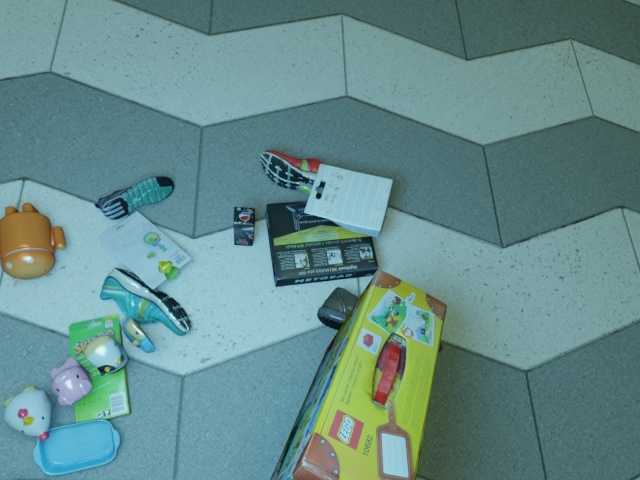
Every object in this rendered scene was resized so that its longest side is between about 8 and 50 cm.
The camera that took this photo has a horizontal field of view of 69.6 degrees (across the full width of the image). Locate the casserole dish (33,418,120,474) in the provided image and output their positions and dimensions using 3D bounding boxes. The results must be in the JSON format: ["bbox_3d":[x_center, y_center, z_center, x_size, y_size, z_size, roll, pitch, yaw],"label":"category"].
[{"bbox_3d":[-0.581,0.491,1.110,0.189,0.037,0.114,-8,93,-14],"label":"casserole dish"}]

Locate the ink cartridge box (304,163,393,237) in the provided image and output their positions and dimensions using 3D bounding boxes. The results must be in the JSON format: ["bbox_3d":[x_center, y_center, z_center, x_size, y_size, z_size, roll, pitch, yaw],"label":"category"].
[{"bbox_3d":[0.089,-0.123,1.401,0.233,0.066,0.188,12,65,11],"label":"ink cartridge box"}]

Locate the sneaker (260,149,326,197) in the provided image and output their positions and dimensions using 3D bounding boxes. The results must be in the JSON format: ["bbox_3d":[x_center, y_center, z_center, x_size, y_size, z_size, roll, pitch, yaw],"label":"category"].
[{"bbox_3d":[-0.057,-0.225,1.486,0.279,0.107,0.118,23,51,-6],"label":"sneaker"}]

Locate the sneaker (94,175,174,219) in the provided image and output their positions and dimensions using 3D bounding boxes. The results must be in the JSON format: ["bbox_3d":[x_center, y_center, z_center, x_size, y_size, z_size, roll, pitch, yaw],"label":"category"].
[{"bbox_3d":[-0.553,-0.143,1.369,0.098,0.083,0.224,25,43,38],"label":"sneaker"}]

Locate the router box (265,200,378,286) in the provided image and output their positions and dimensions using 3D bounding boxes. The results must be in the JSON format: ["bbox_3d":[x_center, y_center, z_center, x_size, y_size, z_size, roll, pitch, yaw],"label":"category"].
[{"bbox_3d":[0.000,0.000,1.399,0.309,0.081,0.242,-5,69,-12],"label":"router box"}]

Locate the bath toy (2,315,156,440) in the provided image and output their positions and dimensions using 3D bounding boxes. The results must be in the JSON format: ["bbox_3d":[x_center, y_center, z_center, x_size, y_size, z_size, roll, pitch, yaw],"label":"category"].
[{"bbox_3d":[-0.568,0.330,1.093,0.348,0.151,0.129,-38,63,-19],"label":"bath toy"}]

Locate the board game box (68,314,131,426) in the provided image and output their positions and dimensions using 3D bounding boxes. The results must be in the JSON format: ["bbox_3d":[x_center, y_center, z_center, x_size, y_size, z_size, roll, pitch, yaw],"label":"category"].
[{"bbox_3d":[-0.573,0.330,1.193,0.124,0.039,0.259,-11,73,-14],"label":"board game box"}]

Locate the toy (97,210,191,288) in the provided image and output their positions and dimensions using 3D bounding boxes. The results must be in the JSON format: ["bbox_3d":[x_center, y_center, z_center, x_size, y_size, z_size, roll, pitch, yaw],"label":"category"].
[{"bbox_3d":[-0.496,0.034,1.309,0.237,0.056,0.137,35,59,19],"label":"toy"}]

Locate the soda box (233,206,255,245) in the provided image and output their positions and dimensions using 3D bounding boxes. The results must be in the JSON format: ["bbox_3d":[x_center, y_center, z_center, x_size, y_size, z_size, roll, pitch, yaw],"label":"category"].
[{"bbox_3d":[-0.220,-0.038,1.328,0.060,0.169,0.053,4,69,-8],"label":"soda box"}]

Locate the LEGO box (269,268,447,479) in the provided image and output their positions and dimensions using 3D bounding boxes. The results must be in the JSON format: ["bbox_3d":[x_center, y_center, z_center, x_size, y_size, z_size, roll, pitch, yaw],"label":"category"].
[{"bbox_3d":[0.076,0.371,1.010,0.193,0.372,0.500,28,40,2],"label":"LEGO box"}]

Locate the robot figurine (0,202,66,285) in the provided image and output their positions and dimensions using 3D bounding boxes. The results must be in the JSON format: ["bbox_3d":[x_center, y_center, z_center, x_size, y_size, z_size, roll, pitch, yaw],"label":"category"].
[{"bbox_3d":[-0.786,0.009,1.236,0.158,0.128,0.219,5,61,-50],"label":"robot figurine"}]

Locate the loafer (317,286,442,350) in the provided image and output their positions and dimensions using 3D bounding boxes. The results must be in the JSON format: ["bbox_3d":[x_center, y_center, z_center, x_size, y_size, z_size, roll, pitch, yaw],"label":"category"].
[{"bbox_3d":[0.179,0.223,1.310,0.366,0.133,0.130,21,67,-1],"label":"loafer"}]

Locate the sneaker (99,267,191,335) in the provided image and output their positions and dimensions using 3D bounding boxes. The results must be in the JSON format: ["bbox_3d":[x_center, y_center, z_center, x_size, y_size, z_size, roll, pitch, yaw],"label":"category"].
[{"bbox_3d":[-0.473,0.182,1.252,0.275,0.107,0.109,31,86,9],"label":"sneaker"}]
